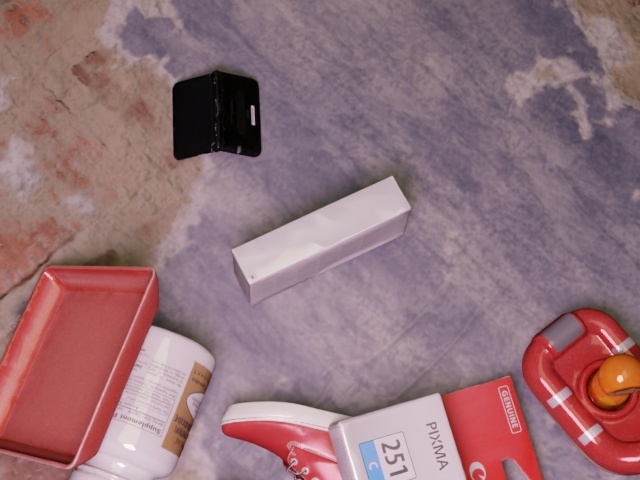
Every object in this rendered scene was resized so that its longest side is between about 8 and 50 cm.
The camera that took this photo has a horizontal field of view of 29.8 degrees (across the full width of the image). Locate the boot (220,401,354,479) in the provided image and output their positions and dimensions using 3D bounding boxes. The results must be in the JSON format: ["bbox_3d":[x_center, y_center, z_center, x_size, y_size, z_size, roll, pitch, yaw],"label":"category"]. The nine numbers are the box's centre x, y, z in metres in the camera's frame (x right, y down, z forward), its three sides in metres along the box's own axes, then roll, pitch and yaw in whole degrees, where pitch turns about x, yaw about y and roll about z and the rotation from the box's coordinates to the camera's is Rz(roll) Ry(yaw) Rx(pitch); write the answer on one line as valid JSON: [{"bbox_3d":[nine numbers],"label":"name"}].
[{"bbox_3d":[-0.017,0.303,1.517,0.244,0.088,0.176,12,72,-2],"label":"boot"}]

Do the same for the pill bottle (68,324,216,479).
[{"bbox_3d":[-0.229,0.230,1.505,0.131,0.131,0.229,20,71,4],"label":"pill bottle"}]

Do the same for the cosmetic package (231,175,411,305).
[{"bbox_3d":[0.000,0.000,1.614,0.239,0.099,0.060,-25,74,-11],"label":"cosmetic package"}]

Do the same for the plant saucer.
[{"bbox_3d":[-0.312,0.156,1.502,0.048,0.259,0.258,35,66,-37],"label":"plant saucer"}]

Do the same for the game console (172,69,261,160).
[{"bbox_3d":[-0.147,-0.172,1.712,0.107,0.071,0.122,8,68,-32],"label":"game console"}]

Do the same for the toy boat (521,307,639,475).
[{"bbox_3d":[0.375,0.188,1.539,0.151,0.151,0.231,-37,76,-13],"label":"toy boat"}]

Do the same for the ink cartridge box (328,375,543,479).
[{"bbox_3d":[0.174,0.333,1.482,0.261,0.066,0.296,-14,80,-17],"label":"ink cartridge box"}]
